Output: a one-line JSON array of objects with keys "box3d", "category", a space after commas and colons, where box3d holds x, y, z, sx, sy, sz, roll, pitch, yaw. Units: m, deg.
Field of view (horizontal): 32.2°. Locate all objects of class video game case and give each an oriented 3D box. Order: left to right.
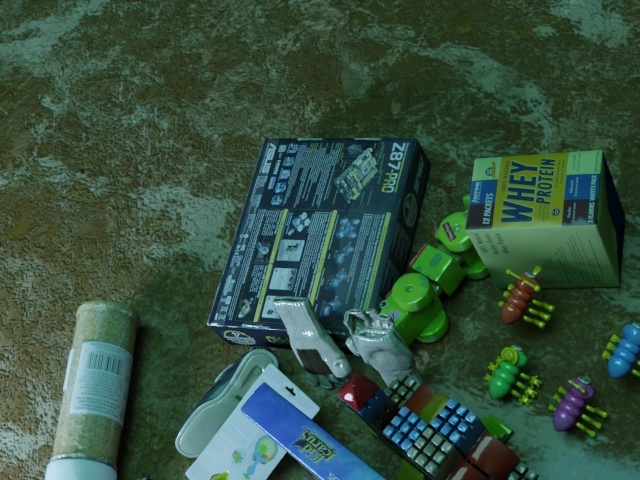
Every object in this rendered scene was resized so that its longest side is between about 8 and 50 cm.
[{"box3d": [0.032, 0.346, 1.656, 0.269, 0.244, 0.061, 33, 79, 36], "category": "video game case"}]

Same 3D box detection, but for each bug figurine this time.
[{"box3d": [0.360, 0.170, 1.681, 0.279, 0.072, 0.216, 26, 93, 35], "category": "bug figurine"}]

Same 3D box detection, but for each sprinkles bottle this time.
[{"box3d": [-0.404, 0.287, 1.984, 0.121, 0.121, 0.355, -9, 57, 21], "category": "sprinkles bottle"}]

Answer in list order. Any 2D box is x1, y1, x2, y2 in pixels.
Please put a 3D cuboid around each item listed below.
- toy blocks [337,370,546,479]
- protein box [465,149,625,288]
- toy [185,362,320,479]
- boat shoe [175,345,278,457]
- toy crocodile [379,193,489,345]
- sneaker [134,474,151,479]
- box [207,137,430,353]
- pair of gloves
[{"box3d": [0.189, 0.304, 1.595, 0.381, 0.261, 0.191, 35, 80, 37], "category": "toy blocks"}, {"box3d": [0.359, -0.028, 1.753, 0.201, 0.200, 0.136, -2, 59, 25], "category": "protein box"}, {"box3d": [-0.105, 0.340, 1.846, 0.237, 0.056, 0.137, -51, 52, -2], "category": "toy"}, {"box3d": [-0.160, 0.277, 1.914, 0.233, 0.084, 0.079, -49, 14, 0], "category": "boat shoe"}, {"box3d": [0.190, 0.056, 1.841, 0.105, 0.115, 0.340, 28, 74, 42], "category": "toy crocodile"}, {"box3d": [-0.296, 0.444, 1.887, 0.069, 0.038, 0.098, -26, 53, 10], "category": "sneaker"}, {"box3d": [0.000, 0.000, 1.979, 0.318, 0.097, 0.395, 0, 61, 28], "category": "box"}, {"box3d": [0.046, 0.179, 1.780, 0.240, 0.204, 0.042, 7, 48, 33], "category": "pair of gloves"}]
